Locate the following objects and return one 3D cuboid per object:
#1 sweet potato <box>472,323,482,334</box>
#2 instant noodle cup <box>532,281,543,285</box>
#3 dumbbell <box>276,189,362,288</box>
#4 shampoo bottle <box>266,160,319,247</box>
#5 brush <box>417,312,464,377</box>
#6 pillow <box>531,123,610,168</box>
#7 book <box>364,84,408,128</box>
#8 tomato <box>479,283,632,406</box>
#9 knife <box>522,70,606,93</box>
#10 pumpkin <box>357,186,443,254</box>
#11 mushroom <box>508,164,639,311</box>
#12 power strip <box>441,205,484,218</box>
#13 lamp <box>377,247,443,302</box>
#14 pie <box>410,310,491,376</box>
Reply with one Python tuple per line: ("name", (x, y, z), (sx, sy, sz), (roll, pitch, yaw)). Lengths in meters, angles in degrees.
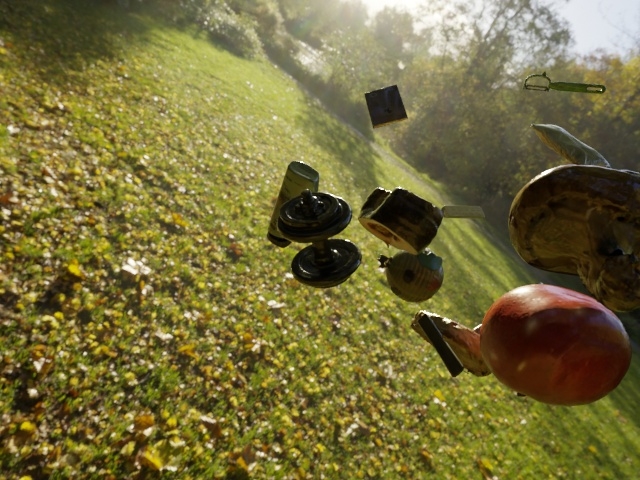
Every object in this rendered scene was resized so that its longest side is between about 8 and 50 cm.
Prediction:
("sweet potato", (0.634, 0.371, 1.818), (0.095, 0.034, 0.034), (-34, 66, -26))
("instant noodle cup", (0.767, 0.265, 1.533), (0.193, 0.193, 0.212), (9, 46, -52))
("dumbbell", (0.000, 0.000, 1.139), (0.192, 0.192, 0.289), (-109, -177, -57))
("shampoo bottle", (-0.097, -0.110, 1.593), (0.134, 0.359, 0.078), (29, 45, 5))
("brush", (0.272, 0.235, 1.010), (0.028, 0.034, 0.190), (34, 15, -27))
("pillow", (0.707, -0.267, 1.271), (0.128, 0.050, 0.229), (3, 40, -25))
("book", (0.234, -0.484, 1.612), (0.014, 0.127, 0.181), (65, 13, -57))
("tomato", (0.583, 0.263, 1.135), (0.326, 0.289, 0.293), (12, 14, 0))
("knife", (0.694, -0.447, 1.272), (0.212, 0.054, 0.015), (13, 20, 18))
("pumpkin", (0.246, -0.054, 1.341), (0.222, 0.139, 0.317), (36, -6, -13))
("mushroom", (0.449, -0.004, 0.758), (0.267, 0.255, 0.267), (42, -24, 24))
("power strip", (0.652, -0.129, 2.064), (0.253, 0.027, 0.060), (0, 57, -20))
("lamp", (0.372, 0.127, 1.877), (0.285, 0.250, 0.250), (23, 21, -3))
("pie", (0.431, 0.329, 1.457), (0.315, 0.092, 0.315), (34, -13, 9))
